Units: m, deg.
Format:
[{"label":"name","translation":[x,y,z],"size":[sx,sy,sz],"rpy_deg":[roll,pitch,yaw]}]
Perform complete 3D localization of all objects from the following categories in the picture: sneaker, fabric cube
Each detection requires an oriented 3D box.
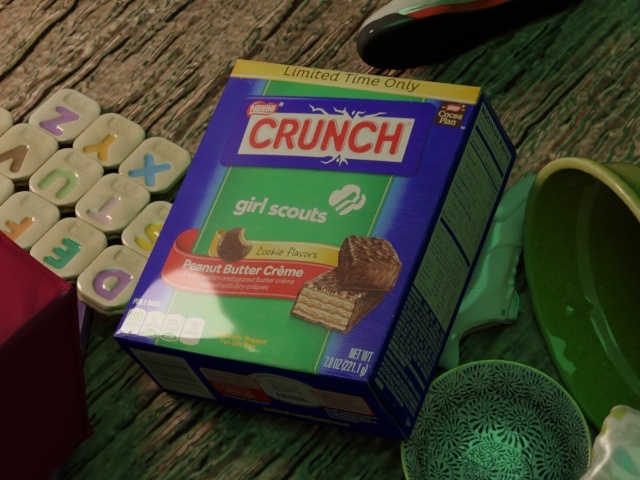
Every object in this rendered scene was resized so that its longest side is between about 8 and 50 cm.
[{"label":"sneaker","translation":[0.137,-0.277,1.900],"size":[0.270,0.090,0.145],"rpy_deg":[-21,64,-13]},{"label":"sneaker","translation":[0.162,0.034,1.760],"size":[0.094,0.080,0.212],"rpy_deg":[40,77,6]},{"label":"fabric cube","translation":[-0.370,0.117,1.531],"size":[0.259,0.254,0.258],"rpy_deg":[36,60,20]}]

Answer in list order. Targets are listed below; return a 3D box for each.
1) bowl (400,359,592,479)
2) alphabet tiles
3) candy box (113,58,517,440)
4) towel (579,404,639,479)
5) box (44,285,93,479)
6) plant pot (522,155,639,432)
[{"label":"bowl","translation":[0.156,0.200,1.664],"size":[0.170,0.080,0.170],"rpy_deg":[-1,63,2]},{"label":"alphabet tiles","translation":[-0.266,-0.037,1.788],"size":[0.284,0.021,0.278],"rpy_deg":[29,54,18]},{"label":"candy box","translation":[0.000,0.000,1.709],"size":[0.268,0.122,0.317],"rpy_deg":[8,60,28]},{"label":"towel","translation":[0.308,0.364,1.486],"size":[0.320,0.090,0.374],"rpy_deg":[24,92,19]},{"label":"box","translation":[-0.330,0.167,1.684],"size":[0.201,0.057,0.293],"rpy_deg":[6,57,2]},{"label":"plant pot","translation":[0.360,0.027,1.665],"size":[0.254,0.276,0.276],"rpy_deg":[-16,64,-19]}]
